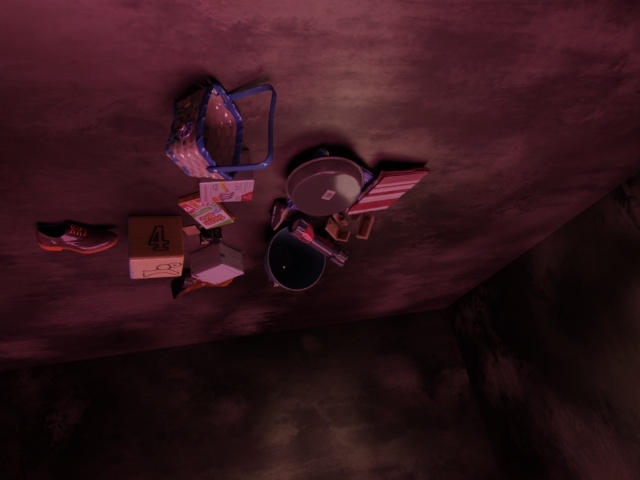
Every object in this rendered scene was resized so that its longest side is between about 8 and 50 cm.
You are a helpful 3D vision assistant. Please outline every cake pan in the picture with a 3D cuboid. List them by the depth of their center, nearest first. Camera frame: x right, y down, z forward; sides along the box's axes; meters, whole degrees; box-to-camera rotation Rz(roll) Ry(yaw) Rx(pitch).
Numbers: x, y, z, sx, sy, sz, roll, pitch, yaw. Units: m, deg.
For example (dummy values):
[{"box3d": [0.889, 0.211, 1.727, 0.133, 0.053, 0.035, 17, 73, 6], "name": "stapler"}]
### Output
[{"box3d": [0.020, -0.185, 1.624, 0.293, 0.054, 0.293, -7, 148, -5], "name": "cake pan"}]

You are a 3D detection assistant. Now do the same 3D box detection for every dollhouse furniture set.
[{"box3d": [0.131, -0.080, 1.965, 0.151, 0.144, 0.123, 9, 159, 32], "name": "dollhouse furniture set"}]

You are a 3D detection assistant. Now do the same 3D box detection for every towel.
[{"box3d": [0.056, -0.188, 1.775, 0.336, 0.040, 0.243, -23, 164, 23], "name": "towel"}, {"box3d": [0.268, -0.203, 1.851, 0.237, 0.037, 0.329, -10, 161, -30], "name": "towel"}]

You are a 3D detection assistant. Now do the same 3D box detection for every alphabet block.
[{"box3d": [-0.651, 0.028, 1.763, 0.197, 0.193, 0.192, -2, 155, -23], "name": "alphabet block"}]

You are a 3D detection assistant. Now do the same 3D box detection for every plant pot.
[{"box3d": [-0.151, 0.082, 2.067, 0.290, 0.290, 0.195, 3, 175, -31], "name": "plant pot"}]

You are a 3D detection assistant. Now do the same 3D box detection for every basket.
[{"box3d": [-0.258, -0.288, 1.202, 0.289, 0.255, 0.201, -6, 155, 13], "name": "basket"}]

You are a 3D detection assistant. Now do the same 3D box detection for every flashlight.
[{"box3d": [-0.005, -0.002, 1.997, 0.304, 0.103, 0.103, 32, 94, -29], "name": "flashlight"}]

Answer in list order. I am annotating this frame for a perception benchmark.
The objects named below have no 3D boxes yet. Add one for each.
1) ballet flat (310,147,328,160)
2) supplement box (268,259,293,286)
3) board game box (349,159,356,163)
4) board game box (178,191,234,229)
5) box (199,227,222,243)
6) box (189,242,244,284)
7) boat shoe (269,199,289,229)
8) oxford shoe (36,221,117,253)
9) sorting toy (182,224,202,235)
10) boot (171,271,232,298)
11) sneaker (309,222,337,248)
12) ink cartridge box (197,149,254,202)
[{"box3d": [-0.007, -0.282, 1.592, 0.052, 0.057, 0.168, -30, 173, -37], "name": "ballet flat"}, {"box3d": [-0.142, 0.135, 2.253, 0.239, 0.073, 0.130, -14, 124, -30], "name": "supplement box"}, {"box3d": [0.058, -0.251, 1.693, 0.168, 0.033, 0.133, -4, 154, -18], "name": "board game box"}, {"box3d": [-0.440, -0.113, 1.757, 0.124, 0.039, 0.259, -15, 158, 7], "name": "board game box"}, {"box3d": [-0.471, -0.020, 1.914, 0.083, 0.052, 0.062, 1, 154, -28], "name": "box"}, {"box3d": [-0.489, 0.111, 2.106, 0.182, 0.119, 0.181, -21, 155, 18], "name": "box"}, {"box3d": [-0.180, -0.110, 1.876, 0.065, 0.075, 0.206, 37, 151, -1], "name": "boat shoe"}, {"box3d": [-0.910, -0.015, 1.670, 0.271, 0.097, 0.098, -3, 148, -20], "name": "oxford shoe"}, {"box3d": [-0.530, -0.047, 1.875, 0.083, 0.012, 0.062, -10, 151, 3], "name": "sorting toy"}, {"box3d": [-0.629, 0.227, 2.368, 0.280, 0.096, 0.264, -1, 147, -39], "name": "boot"}, {"box3d": [0.000, 0.001, 2.131, 0.108, 0.100, 0.271, 9, 148, -27], "name": "sneaker"}, {"box3d": [-0.319, -0.212, 1.485, 0.176, 0.127, 0.128, -5, 155, -15], "name": "ink cartridge box"}]
